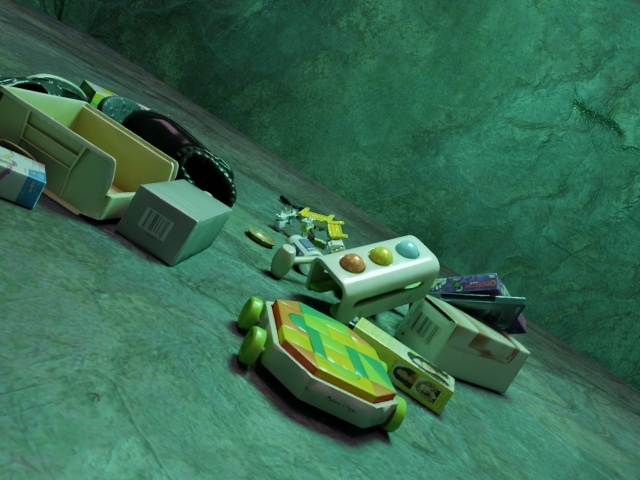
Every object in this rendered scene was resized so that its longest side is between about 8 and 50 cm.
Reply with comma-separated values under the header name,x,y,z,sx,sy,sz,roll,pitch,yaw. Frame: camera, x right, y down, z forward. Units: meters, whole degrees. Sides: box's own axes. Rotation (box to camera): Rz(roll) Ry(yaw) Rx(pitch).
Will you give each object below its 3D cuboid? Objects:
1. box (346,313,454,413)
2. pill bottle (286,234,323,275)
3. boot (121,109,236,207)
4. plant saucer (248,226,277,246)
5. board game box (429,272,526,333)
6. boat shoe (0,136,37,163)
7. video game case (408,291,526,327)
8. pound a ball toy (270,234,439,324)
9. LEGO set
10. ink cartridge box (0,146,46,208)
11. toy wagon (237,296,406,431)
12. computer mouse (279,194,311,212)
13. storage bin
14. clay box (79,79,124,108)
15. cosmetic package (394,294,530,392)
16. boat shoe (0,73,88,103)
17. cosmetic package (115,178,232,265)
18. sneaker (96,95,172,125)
name,x,y,z,sx,sy,sz,roll,pitch,yaw
box,0.145,0.233,1.216,0.232,0.058,0.087,32,10,7
pill bottle,-0.042,0.034,1.579,0.067,0.067,0.120,25,13,-34
boot,-0.362,-0.210,1.616,0.348,0.131,0.260,30,11,-13
plant saucer,-0.149,-0.006,1.596,0.083,0.015,0.083,30,10,-6
board game box,0.413,0.182,1.698,0.347,0.208,0.056,43,43,-51
boat shoe,-0.536,-0.151,1.042,0.152,0.056,0.049,26,12,-13
video game case,0.364,0.177,1.613,0.274,0.026,0.196,2,-24,7
pound a ball toy,0.079,0.050,1.394,0.319,0.135,0.208,-11,45,-35
LEGO set,0.000,0.000,1.761,0.132,0.107,0.287,-17,34,-37
ink cartridge box,-0.495,-0.107,0.976,0.123,0.052,0.088,24,13,-33
toy wagon,-0.005,0.175,1.030,0.267,0.068,0.344,29,11,-16
computer mouse,-0.077,-0.100,2.209,0.071,0.041,0.242,34,0,-41
storage bin,-0.433,-0.155,1.180,0.260,0.123,0.262,32,10,5
clay box,-0.649,-0.429,2.024,0.222,0.053,0.127,23,14,-46
cosmetic package,0.343,0.248,1.518,0.296,0.129,0.153,24,11,-37
boat shoe,-0.586,-0.271,1.272,0.113,0.127,0.340,37,13,20
cosmetic package,-0.268,-0.042,1.197,0.127,0.107,0.238,32,8,3
sneaker,-0.565,-0.352,1.836,0.131,0.112,0.319,17,3,19
